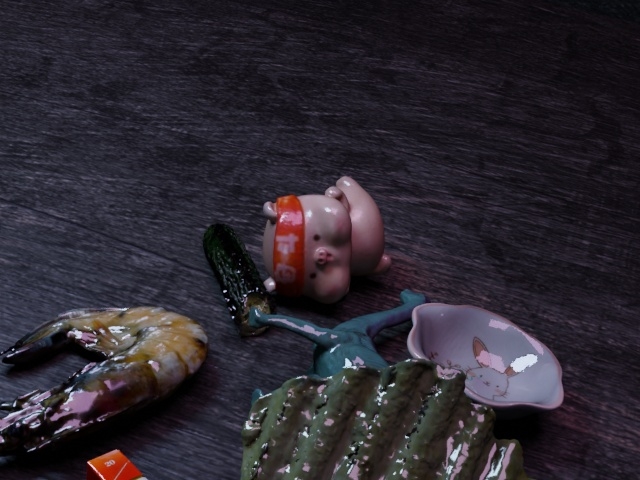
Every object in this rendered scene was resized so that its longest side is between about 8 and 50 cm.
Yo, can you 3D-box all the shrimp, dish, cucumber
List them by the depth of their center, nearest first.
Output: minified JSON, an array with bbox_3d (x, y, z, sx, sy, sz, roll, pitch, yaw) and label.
[{"bbox_3d":[-0.301,0.162,1.466,0.233,0.071,0.365,22,33,35],"label":"shrimp"},{"bbox_3d":[0.203,0.176,1.554,0.229,0.081,0.229,16,28,-9],"label":"dish"},{"bbox_3d":[-0.124,0.039,1.702,0.067,0.067,0.245,-4,35,-21],"label":"cucumber"}]

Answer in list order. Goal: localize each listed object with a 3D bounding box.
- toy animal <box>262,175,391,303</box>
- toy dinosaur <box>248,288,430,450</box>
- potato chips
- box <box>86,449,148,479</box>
[{"bbox_3d":[0.000,0.000,1.716,0.197,0.171,0.171,-18,41,-41],"label":"toy animal"},{"bbox_3d":[0.094,0.182,1.518,0.330,0.129,0.383,-2,35,-33],"label":"toy dinosaur"},{"bbox_3d":[0.081,0.310,1.226,0.373,0.097,0.389,5,56,-6],"label":"potato chips"},{"bbox_3d":[-0.187,0.302,1.228,0.048,0.100,0.152,-18,42,-41],"label":"box"}]
